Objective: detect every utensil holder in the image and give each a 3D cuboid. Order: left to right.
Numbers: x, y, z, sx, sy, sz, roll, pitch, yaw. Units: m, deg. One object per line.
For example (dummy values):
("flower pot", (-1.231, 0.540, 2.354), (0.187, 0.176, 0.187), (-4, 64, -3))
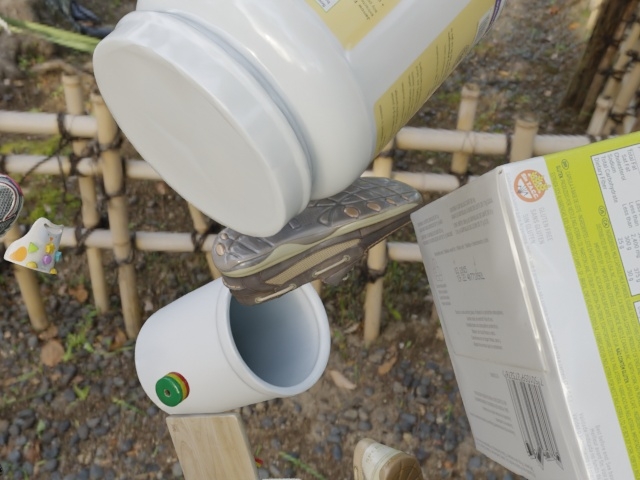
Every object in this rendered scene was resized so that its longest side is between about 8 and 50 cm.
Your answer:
("utensil holder", (-0.222, 0.256, 1.744), (0.327, 0.385, 0.328), (25, 53, -38))

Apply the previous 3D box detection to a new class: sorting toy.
("sorting toy", (-0.410, 0.006, 1.051), (0.044, 0.083, 0.075), (17, 84, 25))
("sorting toy", (-0.142, 0.315, 1.033), (0.132, 0.275, 0.046), (-10, 11, 31))

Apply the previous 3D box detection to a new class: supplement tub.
("supplement tub", (-0.008, -0.188, 0.634), (0.241, 0.241, 0.331), (31, 64, 24))

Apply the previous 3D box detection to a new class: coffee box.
("coffee box", (0.341, 0.065, 0.824), (0.334, 0.337, 0.339), (-15, 88, -8))

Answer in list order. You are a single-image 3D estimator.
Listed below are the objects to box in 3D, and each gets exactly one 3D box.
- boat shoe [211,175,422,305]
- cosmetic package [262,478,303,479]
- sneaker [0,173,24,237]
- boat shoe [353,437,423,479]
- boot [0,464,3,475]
("boat shoe", (0.000, 0.000, 1.153), (0.355, 0.130, 0.132), (-19, 38, -13))
("cosmetic package", (-0.001, 0.692, 1.730), (0.309, 0.160, 0.113), (37, 55, -28))
("sneaker", (-0.656, -0.009, 1.246), (0.299, 0.121, 0.112), (-40, 19, -20))
("boat shoe", (0.128, 0.504, 1.275), (0.121, 0.341, 0.110), (-22, 26, -33))
("boot", (-0.647, 0.453, 1.187), (0.161, 0.083, 0.246), (-32, 10, 7))
